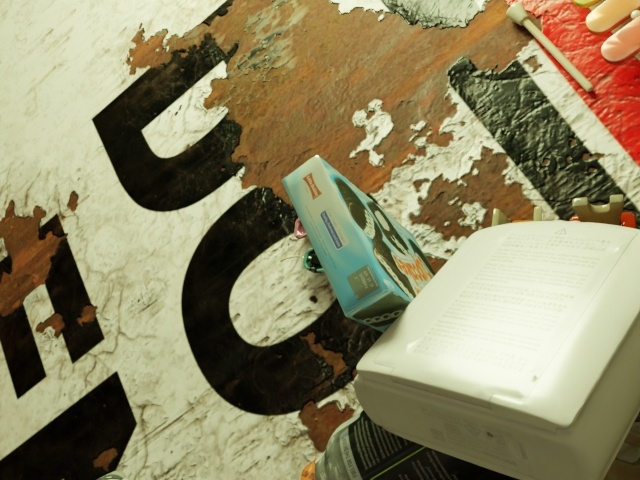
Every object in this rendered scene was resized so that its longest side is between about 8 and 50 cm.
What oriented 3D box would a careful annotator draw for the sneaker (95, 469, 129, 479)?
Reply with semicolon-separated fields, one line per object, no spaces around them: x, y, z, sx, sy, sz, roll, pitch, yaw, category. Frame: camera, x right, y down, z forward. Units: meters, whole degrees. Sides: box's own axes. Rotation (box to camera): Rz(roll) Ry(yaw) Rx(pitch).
-0.382;0.500;1.132;0.129;0.111;0.297;34;95;15;sneaker

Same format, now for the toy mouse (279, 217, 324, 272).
0.000;0.000;1.119;0.143;0.031;0.161;-35;62;13;toy mouse

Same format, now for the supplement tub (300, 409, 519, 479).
0.143;0.266;0.870;0.316;0.193;0.193;-35;62;12;supplement tub

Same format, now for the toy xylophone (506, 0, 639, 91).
0.408;-0.351;0.994;0.236;0.081;0.322;-43;60;9;toy xylophone

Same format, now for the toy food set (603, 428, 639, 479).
0.368;0.305;0.666;0.092;0.220;0.306;-54;30;22;toy food set

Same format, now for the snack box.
0.082;0.033;0.898;0.060;0.322;0.187;-33;62;15;snack box

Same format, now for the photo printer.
0.217;0.088;0.727;0.256;0.107;0.307;6;39;45;photo printer

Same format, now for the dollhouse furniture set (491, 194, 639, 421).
0.352;0.080;0.885;0.262;0.135;0.259;-2;62;26;dollhouse furniture set
